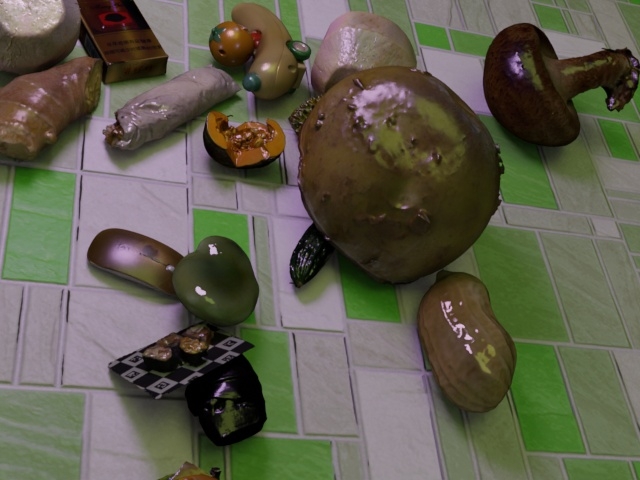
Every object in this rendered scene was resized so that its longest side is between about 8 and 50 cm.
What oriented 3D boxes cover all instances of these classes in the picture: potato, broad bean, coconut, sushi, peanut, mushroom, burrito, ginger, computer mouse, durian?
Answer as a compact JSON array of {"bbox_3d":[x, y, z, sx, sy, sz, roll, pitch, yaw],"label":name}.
[{"bbox_3d":[0.181,-0.164,1.908,0.442,0.319,0.385,49,44,-1],"label":"potato"},{"bbox_3d":[-0.193,0.082,1.742,0.169,0.100,0.228,30,32,3],"label":"broad bean"},{"bbox_3d":[0.103,-0.421,2.225,0.259,0.259,0.259,12,49,-13],"label":"coconut"},{"bbox_3d":[-0.248,0.186,1.615,0.210,0.040,0.193,-24,26,-34],"label":"sushi"},{"bbox_3d":[0.286,0.187,1.838,0.174,0.158,0.340,-15,52,-7],"label":"peanut"},{"bbox_3d":[0.599,-0.395,2.355,0.334,0.356,0.330,32,63,-52],"label":"mushroom"},{"bbox_3d":[-0.333,-0.300,2.049,0.117,0.076,0.392,35,45,16],"label":"burrito"},{"bbox_3d":[-0.562,-0.283,1.910,0.190,0.126,0.354,29,43,17],"label":"ginger"},{"bbox_3d":[-0.347,0.039,1.776,0.199,0.045,0.102,22,49,-3],"label":"computer mouse"},{"bbox_3d":[0.012,-0.257,2.123,0.187,0.119,0.108,28,43,-1],"label":"durian"},{"bbox_3d":[-0.630,-0.459,1.969,0.227,0.230,0.227,3,81,-18],"label":"coconut"}]

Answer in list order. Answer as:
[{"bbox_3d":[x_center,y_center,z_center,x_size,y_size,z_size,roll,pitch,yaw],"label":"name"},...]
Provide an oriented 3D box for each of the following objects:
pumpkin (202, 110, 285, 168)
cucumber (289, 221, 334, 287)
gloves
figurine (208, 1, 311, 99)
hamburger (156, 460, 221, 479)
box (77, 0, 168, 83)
[{"bbox_3d":[-0.178,-0.210,2.014,0.184,0.107,0.118,10,56,-25],"label":"pumpkin"},{"bbox_3d":[-0.001,0.000,1.933,0.077,0.077,0.265,33,48,7],"label":"cucumber"},{"bbox_3d":[-0.175,0.255,1.626,0.164,0.124,0.203,0,55,-49],"label":"gloves"},{"bbox_3d":[-0.162,-0.459,2.218,0.222,0.124,0.324,-3,49,-28],"label":"figurine"},{"bbox_3d":[-0.199,0.445,1.461,0.189,0.093,0.164,44,47,14],"label":"hamburger"},{"bbox_3d":[-0.471,-0.475,2.143,0.159,0.071,0.240,-16,60,-30],"label":"box"}]
